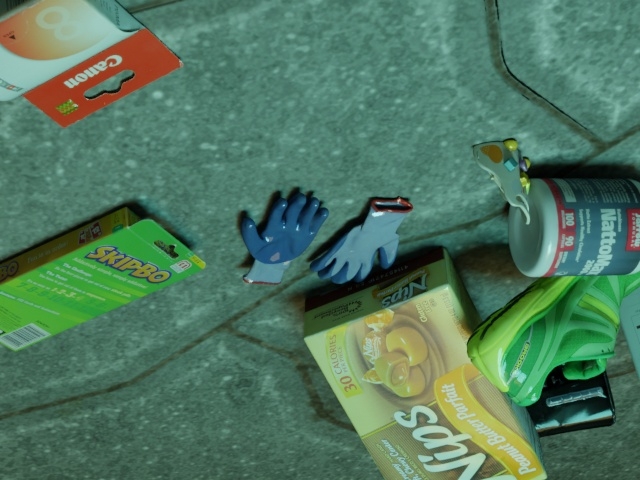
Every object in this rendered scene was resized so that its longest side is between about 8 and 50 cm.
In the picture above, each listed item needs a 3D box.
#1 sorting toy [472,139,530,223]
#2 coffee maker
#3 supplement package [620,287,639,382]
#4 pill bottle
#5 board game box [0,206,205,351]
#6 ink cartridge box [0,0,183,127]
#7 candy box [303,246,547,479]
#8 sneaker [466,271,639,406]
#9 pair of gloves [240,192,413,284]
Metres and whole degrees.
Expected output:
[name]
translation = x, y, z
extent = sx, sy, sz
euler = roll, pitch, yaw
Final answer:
[sorting toy]
translation = 0.200, -0.057, 1.493
extent = 0.045, 0.075, 0.083
euler = -23, 145, 17
[coffee maker]
translation = 0.286, 0.221, 1.858
extent = 0.178, 0.120, 0.171
euler = -11, 109, -1
[supplement package]
translation = 0.482, 0.173, 1.725
extent = 0.175, 0.293, 0.177
euler = -20, 147, 13
[pill bottle]
translation = 0.306, -0.015, 1.559
extent = 0.180, 0.108, 0.108
euler = -1, 145, -16
[board game box]
translation = -0.262, 0.042, 1.537
extent = 0.259, 0.039, 0.124
euler = -21, 146, 19
[ink cartridge box]
translation = -0.226, -0.156, 1.246
extent = 0.145, 0.045, 0.179
euler = -25, 142, 20
[candy box]
translation = 0.127, 0.178, 1.701
extent = 0.183, 0.087, 0.316
euler = -21, 120, 14
[sneaker]
translation = 0.291, 0.092, 1.631
extent = 0.296, 0.123, 0.109
euler = -31, 179, -29
[pair of gloves]
translation = 0.000, 0.000, 1.567
extent = 0.198, 0.023, 0.159
euler = 3, 142, -23
